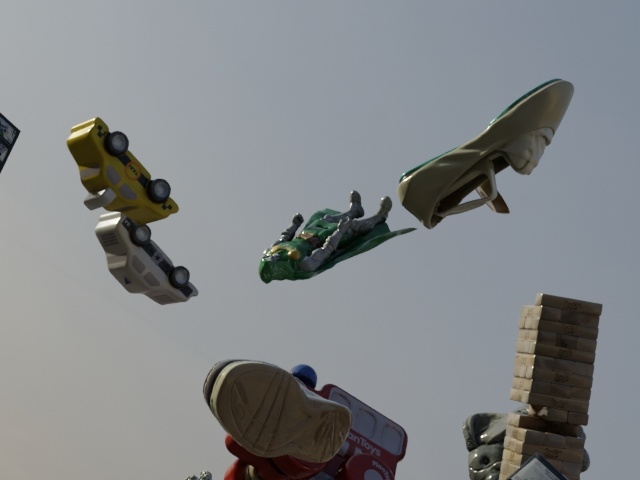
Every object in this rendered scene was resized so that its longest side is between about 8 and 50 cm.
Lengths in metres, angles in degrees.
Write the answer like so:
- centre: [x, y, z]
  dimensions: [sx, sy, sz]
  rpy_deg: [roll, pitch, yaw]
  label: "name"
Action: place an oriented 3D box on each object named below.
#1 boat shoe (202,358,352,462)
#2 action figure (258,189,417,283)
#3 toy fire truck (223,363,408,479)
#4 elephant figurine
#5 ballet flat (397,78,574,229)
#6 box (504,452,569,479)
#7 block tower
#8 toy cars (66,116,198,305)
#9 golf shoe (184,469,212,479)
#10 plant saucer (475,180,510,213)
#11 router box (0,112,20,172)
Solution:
- centre: [-0.063, 0.196, 1.599]
  dimensions: [0.092, 0.103, 0.285]
  rpy_deg: [21, -4, 34]
  label: "boat shoe"
- centre: [0.000, 0.000, 1.633]
  dimensions: [0.137, 0.232, 0.063]
  rpy_deg: [9, -65, 33]
  label: "action figure"
- centre: [-0.005, 0.328, 2.154]
  dimensions: [0.302, 0.254, 0.169]
  rpy_deg: [33, -51, -14]
  label: "toy fire truck"
- centre: [0.306, 0.351, 2.237]
  dimensions: [0.186, 0.239, 0.169]
  rpy_deg: [105, -35, -67]
  label: "elephant figurine"
- centre: [0.208, -0.095, 1.617]
  dimensions: [0.248, 0.086, 0.086]
  rpy_deg: [-34, -57, 17]
  label: "ballet flat"
- centre: [0.274, 0.332, 1.376]
  dimensions: [0.175, 0.051, 0.220]
  rpy_deg: [42, -17, 35]
  label: "box"
- centre: [0.310, 0.245, 1.862]
  dimensions: [0.091, 0.335, 0.097]
  rpy_deg: [10, -4, -9]
  label: "block tower"
- centre: [-0.295, -0.018, 2.050]
  dimensions: [0.176, 0.087, 0.394]
  rpy_deg: [25, -32, 22]
  label: "toy cars"
- centre: [-0.222, 0.483, 2.459]
  dimensions: [0.069, 0.176, 0.086]
  rpy_deg: [-17, -84, 14]
  label: "golf shoe"
- centre: [0.230, -0.066, 1.866]
  dimensions: [0.083, 0.015, 0.083]
  rpy_deg: [53, -2, 2]
  label: "plant saucer"
- centre: [-0.553, -0.171, 2.065]
  dimensions: [0.046, 0.133, 0.179]
  rpy_deg: [-17, -49, 34]
  label: "router box"
